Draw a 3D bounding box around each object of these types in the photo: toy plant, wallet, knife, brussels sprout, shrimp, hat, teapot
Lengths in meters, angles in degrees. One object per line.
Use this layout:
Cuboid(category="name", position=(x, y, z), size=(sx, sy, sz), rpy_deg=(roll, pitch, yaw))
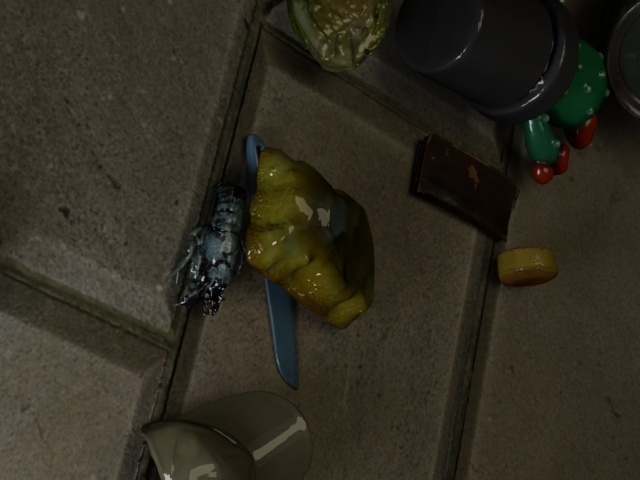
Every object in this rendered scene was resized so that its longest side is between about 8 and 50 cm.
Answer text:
Cuboid(category="toy plant", position=(0.281, -0.253, 2.117), size=(0.400, 0.185, 0.279), rpy_deg=(17, 47, -45))
Cuboid(category="wallet", position=(0.196, -0.071, 2.092), size=(0.176, 0.026, 0.095), rpy_deg=(25, 69, -33))
Cuboid(category="knife", position=(-0.056, 0.025, 1.859), size=(0.044, 0.019, 0.313), rpy_deg=(-1, 81, -43))
Cuboid(category="brussels sprout", position=(0.016, -0.290, 1.953), size=(0.139, 0.100, 0.181), rpy_deg=(21, 66, -24))
Cuboid(category="shrimp", position=(-0.124, 0.001, 1.769), size=(0.082, 0.076, 0.174), rpy_deg=(19, 64, -12))
Cuboid(category="hat", position=(-0.088, 0.233, 1.671), size=(0.173, 0.144, 0.166), rpy_deg=(-31, 87, -8))
Cuboid(category="teapot", position=(0.549, -0.304, 2.333), size=(0.312, 0.233, 0.315), rpy_deg=(-78, 151, -56))

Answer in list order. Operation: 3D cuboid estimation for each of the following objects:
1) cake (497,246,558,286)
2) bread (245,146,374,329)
Cuboid(category="cake", position=(0.279, 0.037, 2.097), size=(0.084, 0.084, 0.044), rpy_deg=(7, 71, -39))
Cuboid(category="bread", position=(0.000, 0.000, 1.839), size=(0.233, 0.088, 0.160), rpy_deg=(43, 54, -52))
